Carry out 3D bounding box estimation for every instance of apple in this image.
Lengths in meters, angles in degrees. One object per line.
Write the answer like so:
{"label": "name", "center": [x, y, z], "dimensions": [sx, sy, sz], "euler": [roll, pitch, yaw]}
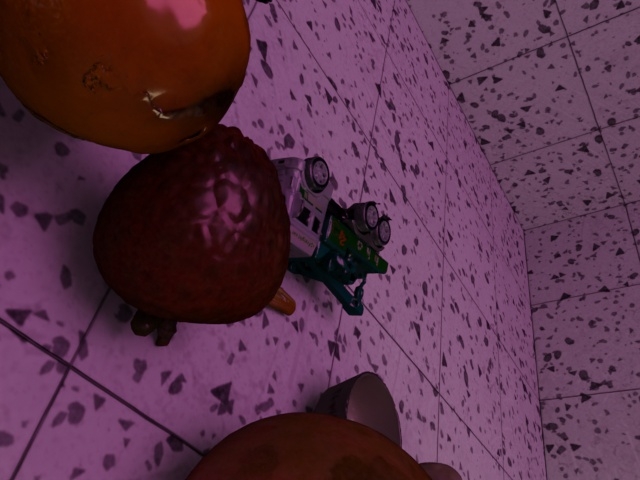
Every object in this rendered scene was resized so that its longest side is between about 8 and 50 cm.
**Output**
{"label": "apple", "center": [-0.005, 0.386, 0.695], "dimensions": [0.364, 0.364, 0.363], "euler": [35, 46, -48]}

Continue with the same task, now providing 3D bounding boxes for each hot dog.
{"label": "hot dog", "center": [-0.087, 0.092, 1.011], "dimensions": [0.137, 0.028, 0.044], "euler": [34, 73, -45]}

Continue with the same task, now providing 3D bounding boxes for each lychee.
{"label": "lychee", "center": [-0.161, 0.003, 0.737], "dimensions": [0.255, 0.300, 0.255], "euler": [38, 11, -9]}

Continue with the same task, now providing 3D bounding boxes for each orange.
{"label": "orange", "center": [-0.193, -0.203, 0.578], "dimensions": [0.246, 0.246, 0.246], "euler": [35, 46, -48]}

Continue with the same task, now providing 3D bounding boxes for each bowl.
{"label": "bowl", "center": [0.053, 0.345, 1.033], "dimensions": [0.211, 0.112, 0.211], "euler": [34, 47, -47]}

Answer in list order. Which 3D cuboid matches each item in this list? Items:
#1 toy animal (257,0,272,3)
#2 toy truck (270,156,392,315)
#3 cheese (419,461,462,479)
{"label": "toy animal", "center": [-0.263, -0.387, 0.777], "dimensions": [0.302, 0.225, 0.284], "euler": [40, -12, 50]}
{"label": "toy truck", "center": [0.000, -0.008, 1.079], "dimensions": [0.363, 0.177, 0.177], "euler": [41, 54, -45]}
{"label": "cheese", "center": [0.167, 0.491, 0.991], "dimensions": [0.351, 0.130, 0.328], "euler": [-8, 119, -58]}
